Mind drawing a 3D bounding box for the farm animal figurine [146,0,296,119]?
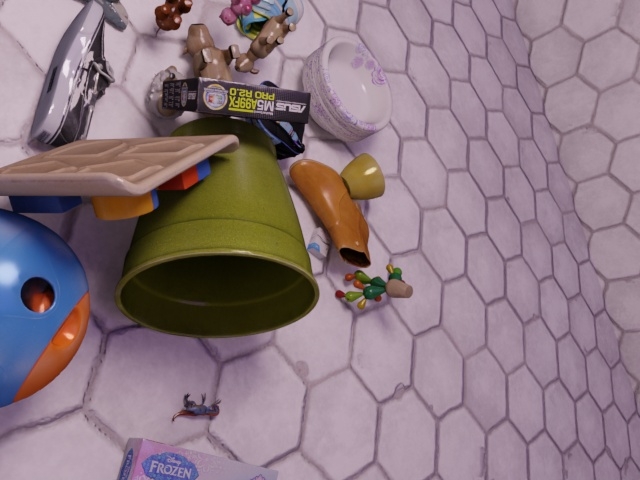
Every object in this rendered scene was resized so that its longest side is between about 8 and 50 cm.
[{"bbox_3d":[-0.234,-0.427,1.290,0.330,0.172,0.327,2,93,-29],"label":"farm animal figurine"}]

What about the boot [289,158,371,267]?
[{"bbox_3d":[0.036,-0.064,1.431,0.295,0.104,0.211,37,32,-38],"label":"boot"}]

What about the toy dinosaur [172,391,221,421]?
[{"bbox_3d":[-0.244,0.341,1.122,0.090,0.047,0.082,-45,121,-8],"label":"toy dinosaur"}]

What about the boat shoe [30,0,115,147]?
[{"bbox_3d":[-0.459,-0.316,1.077,0.104,0.113,0.307,26,62,-43],"label":"boat shoe"}]

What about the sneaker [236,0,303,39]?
[{"bbox_3d":[-0.188,-0.665,1.443,0.319,0.127,0.208,45,49,-22],"label":"sneaker"}]

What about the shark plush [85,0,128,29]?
[{"bbox_3d":[-0.481,-0.505,1.163,0.161,0.073,0.067,9,100,-46],"label":"shark plush"}]

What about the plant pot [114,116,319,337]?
[{"bbox_3d":[-0.199,-0.038,1.097,0.366,0.366,0.353,20,50,-38],"label":"plant pot"}]

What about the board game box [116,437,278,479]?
[{"bbox_3d":[-0.244,0.558,1.013,0.318,0.065,0.318,29,58,-34],"label":"board game box"}]

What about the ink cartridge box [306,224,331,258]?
[{"bbox_3d":[0.000,0.000,1.462,0.048,0.028,0.083,38,52,-29],"label":"ink cartridge box"}]

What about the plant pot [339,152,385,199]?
[{"bbox_3d":[0.105,-0.168,1.563,0.095,0.134,0.134,-25,94,-21],"label":"plant pot"}]

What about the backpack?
[{"bbox_3d":[-0.122,-0.298,1.367,0.173,0.116,0.159,29,59,-46],"label":"backpack"}]

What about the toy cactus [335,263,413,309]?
[{"bbox_3d":[0.165,0.131,1.480,0.218,0.180,0.112,-8,102,-40],"label":"toy cactus"}]

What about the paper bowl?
[{"bbox_3d":[0.064,-0.419,1.581,0.284,0.148,0.285,16,66,-39],"label":"paper bowl"}]

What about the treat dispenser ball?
[{"bbox_3d":[-0.483,0.095,0.787,0.288,0.288,0.289,16,65,-39],"label":"treat dispenser ball"}]

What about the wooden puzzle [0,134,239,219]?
[{"bbox_3d":[-0.336,-0.102,0.869,0.348,0.321,0.081,-48,137,-65],"label":"wooden puzzle"}]

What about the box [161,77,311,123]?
[{"bbox_3d":[-0.174,-0.272,1.083,0.216,0.270,0.060,-1,103,-29],"label":"box"}]
